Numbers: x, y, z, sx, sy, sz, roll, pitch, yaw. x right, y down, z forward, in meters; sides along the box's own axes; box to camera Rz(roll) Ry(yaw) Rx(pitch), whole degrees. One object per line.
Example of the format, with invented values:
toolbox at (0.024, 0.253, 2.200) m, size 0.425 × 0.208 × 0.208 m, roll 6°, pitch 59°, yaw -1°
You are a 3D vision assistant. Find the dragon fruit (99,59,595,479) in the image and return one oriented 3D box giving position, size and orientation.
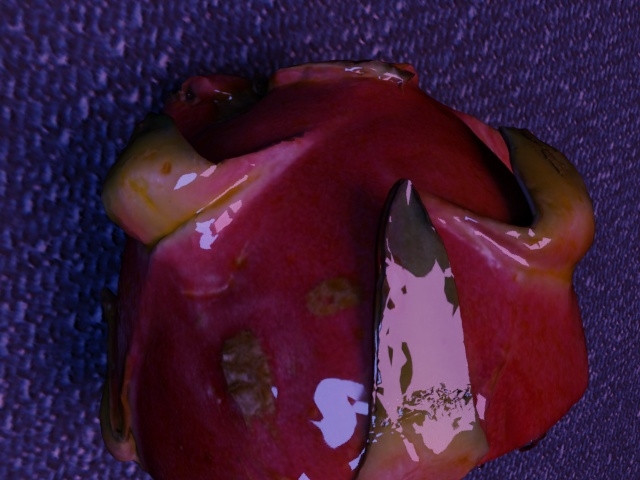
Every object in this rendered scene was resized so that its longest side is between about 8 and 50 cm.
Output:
dragon fruit at (0.000, 0.000, 0.543) m, size 0.305 × 0.305 × 0.226 m, roll -18°, pitch 99°, yaw -40°
